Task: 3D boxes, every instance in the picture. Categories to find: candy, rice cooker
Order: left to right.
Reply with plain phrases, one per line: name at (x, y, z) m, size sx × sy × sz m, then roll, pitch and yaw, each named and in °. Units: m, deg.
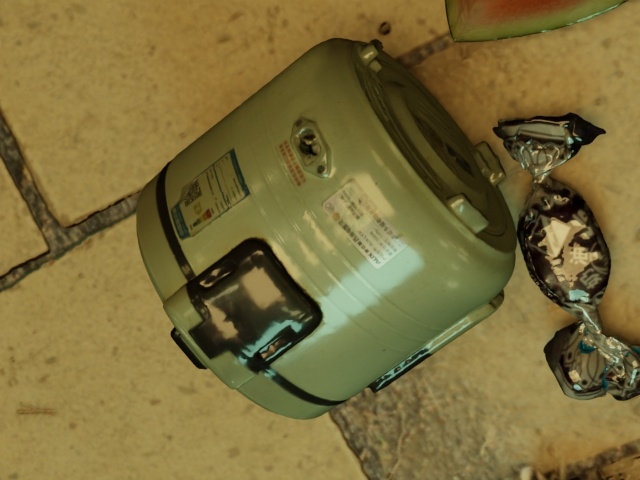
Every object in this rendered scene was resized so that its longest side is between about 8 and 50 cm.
rice cooker at (0.000, 0.000, 0.915) m, size 0.244 × 0.226 × 0.226 m, roll -34°, pitch 92°, yaw 19°
candy at (0.186, 0.012, 0.951) m, size 0.094 × 0.051 × 0.226 m, roll -19°, pitch 99°, yaw 12°

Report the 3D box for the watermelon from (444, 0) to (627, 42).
watermelon at (0.146, -0.238, 0.877) m, size 0.193 × 0.137 × 0.145 m, roll -24°, pitch 60°, yaw 23°
